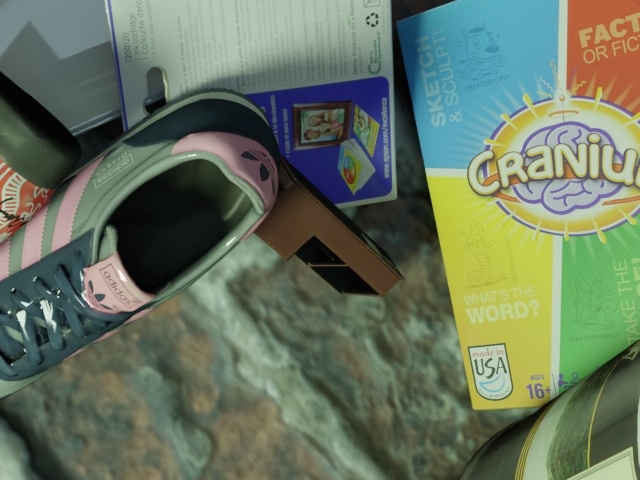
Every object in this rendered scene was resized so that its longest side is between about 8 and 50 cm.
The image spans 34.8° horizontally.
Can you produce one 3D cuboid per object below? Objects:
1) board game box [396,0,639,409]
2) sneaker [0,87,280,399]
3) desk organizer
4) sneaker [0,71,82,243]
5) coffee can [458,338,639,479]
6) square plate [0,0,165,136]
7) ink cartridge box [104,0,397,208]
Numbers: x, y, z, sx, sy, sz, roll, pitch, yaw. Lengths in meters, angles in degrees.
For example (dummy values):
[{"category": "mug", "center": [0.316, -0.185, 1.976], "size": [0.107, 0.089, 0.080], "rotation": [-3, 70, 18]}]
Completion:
[{"category": "board game box", "center": [0.197, -0.041, 0.752], "size": [0.064, 0.242, 0.316], "rotation": [-11, 89, -50]}, {"category": "sneaker", "center": [-0.162, 0.021, 0.679], "size": [0.319, 0.131, 0.112], "rotation": [-40, 114, 8]}, {"category": "desk organizer", "center": [0.000, 0.000, 0.768], "size": [0.050, 0.047, 0.130], "rotation": [-44, 121, 8]}, {"category": "sneaker", "center": [-0.297, -0.092, 0.658], "size": [0.270, 0.090, 0.145], "rotation": [43, 96, 3]}, {"category": "coffee can", "center": [0.213, 0.160, 0.586], "size": [0.201, 0.275, 0.201], "rotation": [6, 64, -12]}, {"category": "square plate", "center": [-0.301, -0.204, 0.733], "size": [0.344, 0.049, 0.347], "rotation": [-28, 94, -12]}, {"category": "ink cartridge box", "center": [-0.047, -0.115, 0.753], "size": [0.208, 0.045, 0.206], "rotation": [-10, 114, -16]}]
